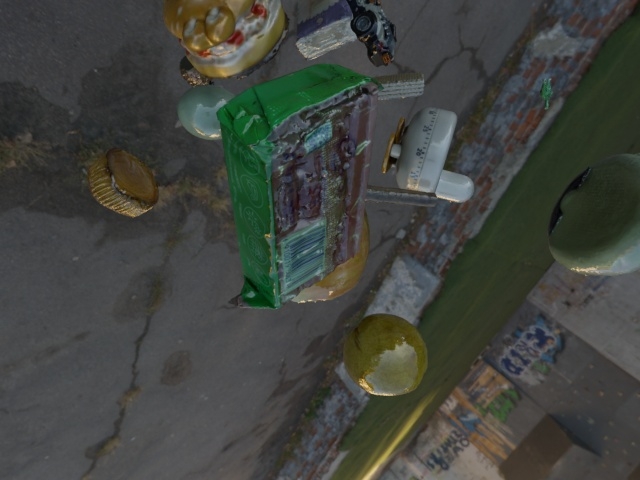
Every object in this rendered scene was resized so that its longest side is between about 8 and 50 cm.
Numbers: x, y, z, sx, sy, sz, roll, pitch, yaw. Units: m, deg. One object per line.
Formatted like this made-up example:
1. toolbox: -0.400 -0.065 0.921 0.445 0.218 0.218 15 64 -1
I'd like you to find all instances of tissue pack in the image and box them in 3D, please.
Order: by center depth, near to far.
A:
1. tissue pack: 0.028 -0.891 1.632 0.242 0.344 0.125 -13 150 27

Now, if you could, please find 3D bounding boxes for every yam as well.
1. yam: 0.136 -0.079 0.752 0.145 0.032 0.032 5 130 -10

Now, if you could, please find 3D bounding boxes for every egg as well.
1. egg: -0.307 -0.360 1.188 0.192 0.149 0.149 -13 134 -42

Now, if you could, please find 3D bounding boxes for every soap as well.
1. soap: -0.025 -0.050 0.510 0.218 0.098 0.273 -35 144 -31

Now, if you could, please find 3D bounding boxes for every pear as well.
1. pear: 0.165 0.282 1.041 0.209 0.209 0.209 -35 148 -26

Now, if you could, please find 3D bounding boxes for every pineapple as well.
1. pineapple: -0.432 -0.578 1.524 0.108 0.108 0.198 -45 158 -10

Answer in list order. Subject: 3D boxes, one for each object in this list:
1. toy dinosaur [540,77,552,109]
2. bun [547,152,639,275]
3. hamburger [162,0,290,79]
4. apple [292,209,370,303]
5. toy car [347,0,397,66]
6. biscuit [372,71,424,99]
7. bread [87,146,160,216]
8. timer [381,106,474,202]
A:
1. toy dinosaur: 0.457 -0.297 0.857 0.083 0.021 0.062 -27 119 -44
2. bun: 0.683 -0.040 0.953 0.187 0.293 0.293 19 115 -14
3. hamburger: -0.223 -0.497 0.924 0.186 0.261 0.303 48 43 -60
4. apple: 0.000 0.000 1.158 0.309 0.252 0.314 -5 99 -17
5. toy car: 0.151 -0.672 1.268 0.118 0.301 0.193 -21 170 20
6. biscuit: 0.227 -0.655 1.810 0.144 0.426 0.078 -75 161 -54
7. bread: -0.572 -0.161 1.220 0.104 0.199 0.199 -26 156 17
8. timer: 0.299 -0.217 1.090 0.233 0.240 0.233 17 90 -78
